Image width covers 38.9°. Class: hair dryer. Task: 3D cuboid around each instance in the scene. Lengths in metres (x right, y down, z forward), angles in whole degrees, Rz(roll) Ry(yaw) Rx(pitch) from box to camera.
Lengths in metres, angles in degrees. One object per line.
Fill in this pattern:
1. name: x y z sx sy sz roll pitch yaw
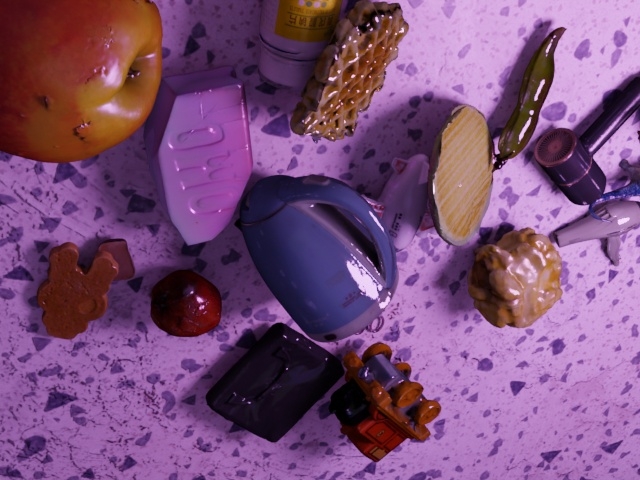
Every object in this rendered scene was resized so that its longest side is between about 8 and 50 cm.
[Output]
1. hair dryer: 0.660 -0.252 2.057 0.352 0.107 0.189 -46 129 4
2. hair dryer: 0.676 -0.004 2.249 0.218 0.088 0.225 -5 139 -11

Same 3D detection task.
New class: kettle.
1. kettle: 0.000 0.000 1.841 0.319 0.247 0.342 -18 123 36

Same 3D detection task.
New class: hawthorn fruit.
1. hawthorn fruit: -0.273 0.137 1.907 0.172 0.148 0.148 17 115 -47

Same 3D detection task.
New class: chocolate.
1. chocolate: -0.411 0.035 1.845 0.064 0.031 0.101 -10 126 5

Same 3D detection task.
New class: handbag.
1. handbag: -0.106 0.332 2.134 0.275 0.088 0.244 -45 126 12

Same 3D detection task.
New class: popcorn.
1. popcorn: 0.462 0.091 2.146 0.254 0.195 0.256 11 118 -38

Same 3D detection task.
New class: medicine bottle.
1. medicine bottle: -0.036 -0.410 1.631 0.143 0.143 0.258 -3 131 -20

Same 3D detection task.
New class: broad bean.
1. broad bean: 0.448 -0.295 1.945 0.077 0.061 0.339 0 115 -44

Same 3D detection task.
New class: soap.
1. soap: -0.232 -0.158 1.745 0.192 0.109 0.324 -13 126 -14

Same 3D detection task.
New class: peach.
1. peach: -0.441 -0.302 1.440 0.369 0.370 0.370 -10 125 -15

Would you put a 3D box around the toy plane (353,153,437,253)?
1. toy plane: 0.181 -0.075 1.963 0.252 0.118 0.252 -10 127 -13

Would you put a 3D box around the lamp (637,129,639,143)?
1. lamp: 0.809 -0.263 2.062 0.223 0.151 0.215 25 70 -18

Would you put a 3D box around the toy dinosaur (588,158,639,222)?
1. toy dinosaur: 0.786 -0.145 2.147 0.362 0.147 0.076 -16 124 -3

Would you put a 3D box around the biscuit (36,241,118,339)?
1. biscuit: -0.500 0.107 1.848 0.144 0.040 0.236 18 123 -14

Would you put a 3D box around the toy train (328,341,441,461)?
1. toy train: 0.147 0.402 2.188 0.231 0.163 0.369 -42 144 1

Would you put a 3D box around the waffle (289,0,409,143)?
1. waffle: 0.058 -0.317 1.696 0.297 0.073 0.317 -60 166 17

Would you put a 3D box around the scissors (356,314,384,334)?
1. scissors: 0.121 0.153 2.146 0.085 0.022 0.176 -4 126 -18

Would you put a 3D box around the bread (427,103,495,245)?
1. bread: 0.294 -0.138 1.915 0.301 0.045 0.302 -18 111 -55
